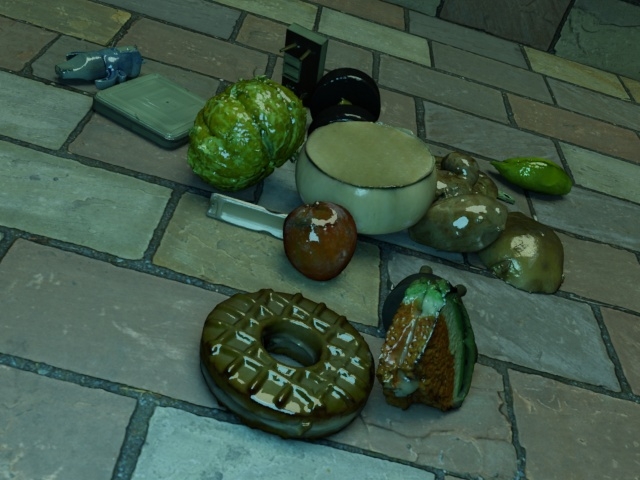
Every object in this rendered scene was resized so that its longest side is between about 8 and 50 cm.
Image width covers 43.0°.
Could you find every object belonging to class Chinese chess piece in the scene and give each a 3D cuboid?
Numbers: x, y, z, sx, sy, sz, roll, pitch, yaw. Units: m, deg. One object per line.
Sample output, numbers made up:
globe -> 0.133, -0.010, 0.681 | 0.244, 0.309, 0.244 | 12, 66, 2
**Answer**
Chinese chess piece -> 0.109, -0.156, 1.927 | 0.338, 0.140, 0.338 | 4, 35, -3

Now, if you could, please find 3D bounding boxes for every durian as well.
durian -> 0.636, -0.194, 2.430 | 0.250, 0.101, 0.139 | 12, -2, -12

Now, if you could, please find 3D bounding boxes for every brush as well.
brush -> -0.098, -0.041, 1.855 | 0.321, 0.060, 0.050 | 17, 20, -4

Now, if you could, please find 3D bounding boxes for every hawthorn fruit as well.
hawthorn fruit -> 0.000, 0.000, 1.753 | 0.173, 0.173, 0.173 | 14, 33, -9

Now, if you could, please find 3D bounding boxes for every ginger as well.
ginger -> 0.326, -0.094, 2.040 | 0.245, 0.155, 0.304 | -22, 45, 9

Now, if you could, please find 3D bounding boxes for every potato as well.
potato -> 0.505, 0.002, 2.060 | 0.239, 0.116, 0.299 | 5, 33, -13

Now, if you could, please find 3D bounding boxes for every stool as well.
stool -> 0.226, 0.161, 1.661 | 0.139, 0.153, 0.228 | -38, 105, -56

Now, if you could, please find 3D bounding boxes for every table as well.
table -> -0.067, -0.496, 2.396 | 0.122, 0.240, 0.111 | 29, 53, 16

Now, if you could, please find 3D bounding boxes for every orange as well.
orange -> -0.184, -0.248, 1.911 | 0.301, 0.300, 0.223 | -37, 79, -17

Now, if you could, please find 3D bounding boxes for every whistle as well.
whistle -> -0.596, -0.477, 2.227 | 0.269, 0.093, 0.180 | -20, 49, -37

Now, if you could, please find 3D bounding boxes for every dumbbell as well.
dumbbell -> 0.067, -0.319, 2.218 | 0.204, 0.203, 0.322 | 15, 33, -7

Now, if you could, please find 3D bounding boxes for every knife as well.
knife -> 0.425, -0.171, 2.353 | 0.293, 0.020, 0.043 | 23, 31, 5

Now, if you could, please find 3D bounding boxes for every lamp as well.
lamp -> -0.421, -0.347, 2.150 | 0.266, 0.047, 0.269 | 30, 34, 13

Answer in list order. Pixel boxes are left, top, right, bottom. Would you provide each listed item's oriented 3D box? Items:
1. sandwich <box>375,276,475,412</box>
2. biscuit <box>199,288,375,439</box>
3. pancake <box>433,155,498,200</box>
sandwich -> 0.191, 0.211, 1.493 | 0.109, 0.292, 0.212 | 22, 68, 39
biscuit -> -0.059, 0.212, 1.455 | 0.332, 0.103, 0.332 | 13, 32, -8
pancake -> 0.379, -0.158, 2.277 | 0.250, 0.031, 0.250 | 13, 39, -11
